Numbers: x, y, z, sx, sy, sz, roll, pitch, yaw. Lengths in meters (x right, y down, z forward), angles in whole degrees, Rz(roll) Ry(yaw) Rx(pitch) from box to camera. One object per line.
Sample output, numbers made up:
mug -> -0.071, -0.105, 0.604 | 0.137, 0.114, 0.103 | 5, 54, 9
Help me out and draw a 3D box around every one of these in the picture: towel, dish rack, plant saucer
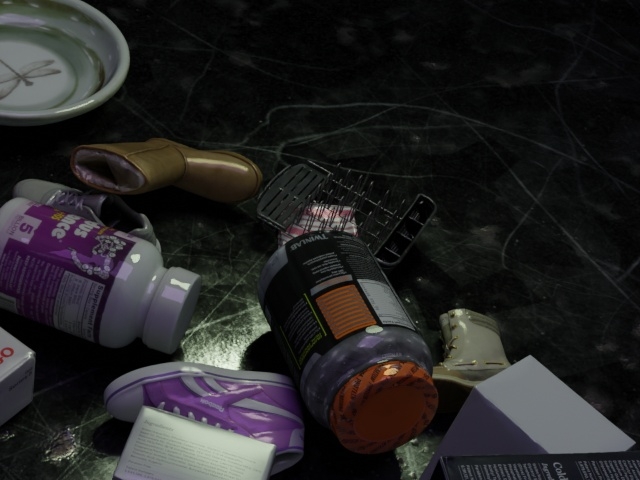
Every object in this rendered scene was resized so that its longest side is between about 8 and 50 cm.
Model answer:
towel -> 0.000, 0.000, 1.988 | 0.144, 0.029, 0.197 | 6, 43, -12
dish rack -> 0.037, -0.048, 1.980 | 0.272, 0.074, 0.208 | 29, 41, 10
plant saucer -> -0.547, -0.312, 2.099 | 0.401, 0.100, 0.400 | 9, 43, -9

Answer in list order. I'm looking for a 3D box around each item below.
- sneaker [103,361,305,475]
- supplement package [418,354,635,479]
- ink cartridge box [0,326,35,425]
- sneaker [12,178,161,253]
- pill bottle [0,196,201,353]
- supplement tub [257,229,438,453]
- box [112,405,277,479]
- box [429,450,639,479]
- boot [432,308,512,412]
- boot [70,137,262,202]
sneaker -> -0.155, 0.258, 1.618 | 0.282, 0.102, 0.161 | 3, 47, -14
supplement package -> 0.278, 0.307, 1.602 | 0.194, 0.203, 0.149 | 42, 37, 25
ink cartridge box -> -0.551, 0.166, 1.580 | 0.273, 0.114, 0.198 | 32, 45, 18
sneaker -> -0.368, -0.050, 1.850 | 0.262, 0.121, 0.099 | 23, 56, 9
pill bottle -> -0.336, 0.058, 1.720 | 0.302, 0.169, 0.169 | 19, 42, 3
supplement tub -> 0.040, 0.145, 1.702 | 0.194, 0.193, 0.316 | -4, 39, -21
box -> -0.167, 0.327, 1.478 | 0.182, 0.181, 0.119 | 17, 43, 1
box -> 0.263, 0.420, 1.391 | 0.313, 0.343, 0.179 | 0, 43, -16
boot -> 0.201, 0.182, 1.822 | 0.213, 0.077, 0.165 | 5, 44, -20
boot -> -0.242, -0.105, 1.899 | 0.236, 0.089, 0.269 | 13, 10, 13
